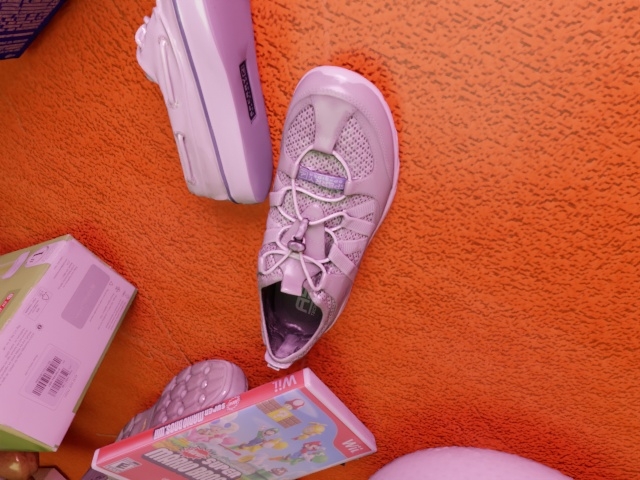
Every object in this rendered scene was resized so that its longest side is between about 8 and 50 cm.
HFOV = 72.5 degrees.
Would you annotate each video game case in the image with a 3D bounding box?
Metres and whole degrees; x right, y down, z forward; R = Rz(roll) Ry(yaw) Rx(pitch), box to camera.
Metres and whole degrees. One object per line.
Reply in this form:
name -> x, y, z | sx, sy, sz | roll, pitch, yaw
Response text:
video game case -> -0.096, 0.262, 0.544 | 0.285, 0.025, 0.204 | -25, 130, 11

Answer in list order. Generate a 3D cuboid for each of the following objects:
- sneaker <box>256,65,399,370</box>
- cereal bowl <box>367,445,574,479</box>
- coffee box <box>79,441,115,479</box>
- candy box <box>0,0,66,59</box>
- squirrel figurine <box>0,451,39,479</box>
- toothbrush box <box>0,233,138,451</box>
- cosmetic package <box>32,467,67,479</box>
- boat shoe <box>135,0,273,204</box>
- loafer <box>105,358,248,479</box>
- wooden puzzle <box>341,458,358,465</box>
sneaker -> 0.000, 0.000, 0.380 | 0.105, 0.115, 0.281 | 13, 124, 11
cereal bowl -> 0.197, 0.363, 0.520 | 0.339, 0.141, 0.338 | 9, 123, 14
coffee box -> -0.288, 0.468, 0.776 | 0.141, 0.098, 0.246 | -31, 106, 32
candy box -> -0.257, -0.314, 0.272 | 0.317, 0.122, 0.268 | -26, 108, 29
squirrel figurine -> -0.641, 0.328, 0.690 | 0.397, 0.281, 0.370 | -4, 100, 31
toothbrush box -> -0.399, 0.129, 0.528 | 0.283, 0.206, 0.122 | -12, 134, 23
cosmetic package -> -0.569, 0.611, 0.984 | 0.099, 0.060, 0.239 | -15, 114, 28
boat shoe -> -0.100, -0.143, 0.340 | 0.084, 0.095, 0.258 | 2, 120, 13
loafer -> -0.193, 0.270, 0.627 | 0.111, 0.112, 0.319 | 32, 126, -25
wooden puzzle -> 0.014, 0.299, 0.625 | 0.083, 0.006, 0.049 | 14, 124, 10
